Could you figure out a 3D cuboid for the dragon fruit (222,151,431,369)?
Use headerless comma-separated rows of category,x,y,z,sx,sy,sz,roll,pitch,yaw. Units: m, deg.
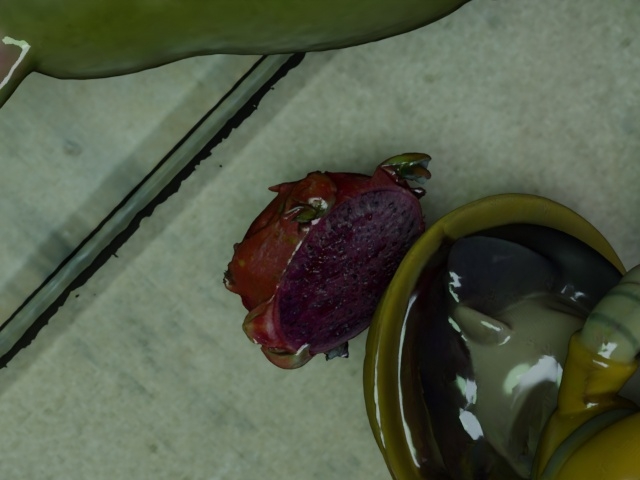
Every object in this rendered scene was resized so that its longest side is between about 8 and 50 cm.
dragon fruit,-0.004,0.004,0.763,0.112,0.068,0.126,-15,130,-35

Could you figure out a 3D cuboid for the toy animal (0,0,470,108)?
toy animal,-0.087,-0.160,0.661,0.363,0.181,0.180,-12,117,3

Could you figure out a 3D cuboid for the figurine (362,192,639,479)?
figurine,0.112,0.084,0.693,0.167,0.257,0.192,-21,109,-4
